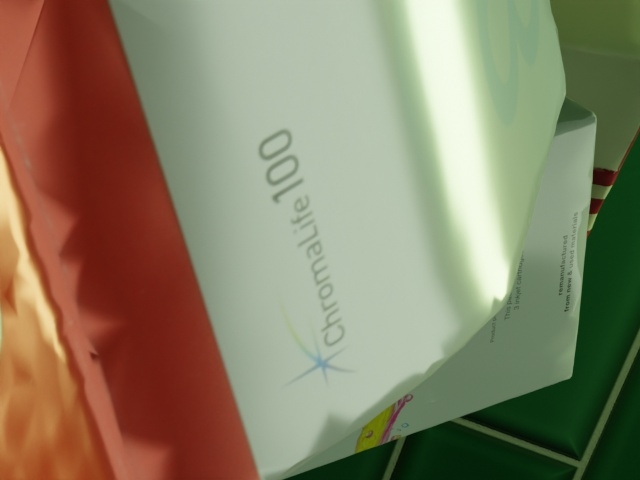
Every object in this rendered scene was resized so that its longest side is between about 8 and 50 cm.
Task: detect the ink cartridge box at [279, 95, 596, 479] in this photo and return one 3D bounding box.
[{"bbox_3d":[0.000,0.000,0.684,0.128,0.176,0.127,42,-41,48],"label":"ink cartridge box"}]

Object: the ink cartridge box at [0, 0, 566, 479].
[{"bbox_3d":[-0.025,-0.082,0.399,0.385,0.091,0.308,-69,149,-56],"label":"ink cartridge box"}]

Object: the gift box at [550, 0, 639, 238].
[{"bbox_3d":[0.024,-0.113,1.034,0.276,0.258,0.255,-103,-155,-50],"label":"gift box"}]
